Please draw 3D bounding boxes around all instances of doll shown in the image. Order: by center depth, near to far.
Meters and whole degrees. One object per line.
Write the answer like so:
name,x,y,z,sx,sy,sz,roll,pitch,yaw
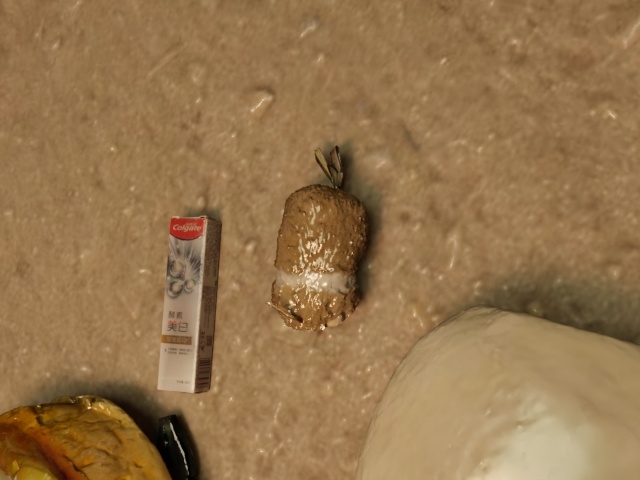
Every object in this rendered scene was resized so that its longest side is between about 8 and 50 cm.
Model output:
doll,0.006,-0.003,0.889,0.105,0.115,0.221,10,81,29

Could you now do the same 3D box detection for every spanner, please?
spanner,-0.158,0.374,0.933,0.096,0.040,0.324,-14,81,17

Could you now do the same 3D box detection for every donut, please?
donut,-0.316,0.349,0.912,0.330,0.160,0.329,0,90,36

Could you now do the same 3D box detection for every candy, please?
candy,0.210,0.276,0.751,0.386,0.186,0.426,30,98,15

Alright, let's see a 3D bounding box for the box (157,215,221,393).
box,-0.163,0.079,0.967,0.055,0.039,0.218,1,84,20
